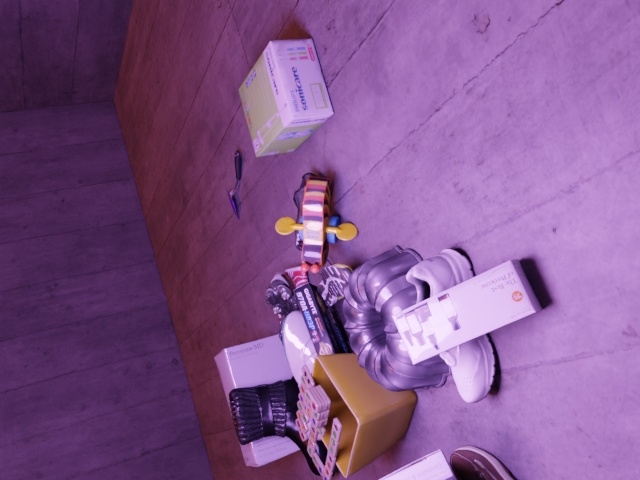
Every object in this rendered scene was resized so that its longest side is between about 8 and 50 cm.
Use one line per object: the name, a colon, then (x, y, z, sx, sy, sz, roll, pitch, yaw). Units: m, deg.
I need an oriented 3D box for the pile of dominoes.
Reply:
pile of dominoes: (-0.023, 0.448, 1.655, 0.196, 0.040, 0.251, 51, 143, 43)

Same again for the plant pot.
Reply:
plant pot: (0.104, 0.391, 1.633, 0.212, 0.187, 0.212, 52, 144, 42)

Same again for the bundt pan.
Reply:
bundt pan: (0.153, 0.185, 1.515, 0.331, 0.124, 0.330, 40, 137, 53)

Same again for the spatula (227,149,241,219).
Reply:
spatula: (-0.295, -0.197, 2.379, 0.296, 0.030, 0.084, 105, 146, -44)

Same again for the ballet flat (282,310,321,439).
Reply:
ballet flat: (-0.003, 0.389, 1.956, 0.139, 0.139, 0.400, 17, 120, 62)

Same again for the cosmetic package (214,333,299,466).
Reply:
cosmetic package: (-0.188, 0.523, 2.272, 0.156, 0.217, 0.384, -39, 68, 63)

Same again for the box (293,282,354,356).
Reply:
box: (0.015, 0.230, 1.791, 0.220, 0.051, 0.175, 68, -167, 21)

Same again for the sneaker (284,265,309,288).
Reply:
sneaker: (-0.071, 0.112, 2.040, 0.118, 0.042, 0.067, -17, 82, 63)

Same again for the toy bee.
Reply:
toy bee: (0.000, 0.000, 1.713, 0.298, 0.195, 0.162, 64, -155, -25)

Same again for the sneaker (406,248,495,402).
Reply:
sneaker: (0.241, 0.170, 1.318, 0.111, 0.129, 0.297, -27, 77, 63)

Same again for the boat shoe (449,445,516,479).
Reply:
boat shoe: (0.321, 0.481, 1.328, 0.257, 0.095, 0.095, 20, 119, 61)

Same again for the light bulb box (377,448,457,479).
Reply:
light bulb box: (0.127, 0.603, 1.353, 0.361, 0.358, 0.225, 72, 173, -66)

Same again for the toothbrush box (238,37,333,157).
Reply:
toothbrush box: (-0.098, -0.364, 1.788, 0.283, 0.122, 0.206, -33, 71, 64)

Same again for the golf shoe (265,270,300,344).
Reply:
golf shoe: (-0.083, 0.216, 2.051, 0.120, 0.105, 0.272, -89, -15, -56)

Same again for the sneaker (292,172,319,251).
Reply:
sneaker: (-0.032, -0.082, 1.839, 0.106, 0.078, 0.234, 56, 143, 44)

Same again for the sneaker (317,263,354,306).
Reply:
sneaker: (0.055, 0.095, 1.701, 0.081, 0.094, 0.208, 59, 161, 9)

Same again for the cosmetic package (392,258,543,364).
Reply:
cosmetic package: (0.252, 0.127, 1.199, 0.239, 0.060, 0.098, -30, 77, 25)

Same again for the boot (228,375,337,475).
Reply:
boot: (-0.121, 0.590, 2.101, 0.347, 0.260, 0.131, 65, 152, 27)
